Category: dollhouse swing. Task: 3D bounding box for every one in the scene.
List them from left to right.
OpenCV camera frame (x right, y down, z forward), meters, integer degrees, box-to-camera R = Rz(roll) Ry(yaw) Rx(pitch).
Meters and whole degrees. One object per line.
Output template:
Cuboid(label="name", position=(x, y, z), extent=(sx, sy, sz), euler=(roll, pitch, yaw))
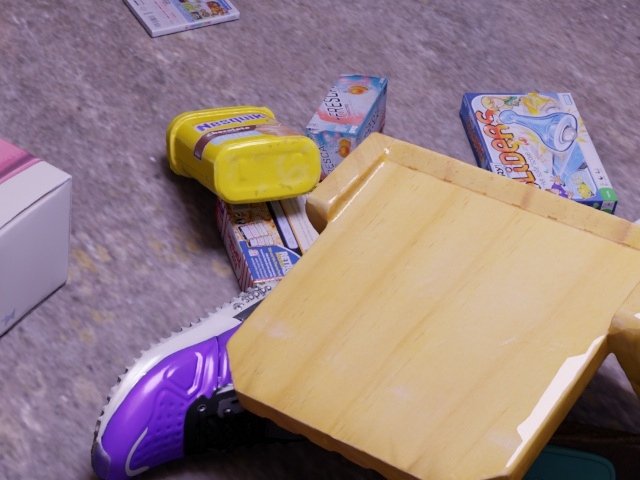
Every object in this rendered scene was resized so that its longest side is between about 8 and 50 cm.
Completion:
Cuboid(label="dollhouse swing", position=(0.139, 0.112, 1.505), extent=(0.347, 0.315, 0.305), euler=(22, 73, 31))

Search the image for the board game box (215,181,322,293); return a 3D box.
Cuboid(label="board game box", position=(0.000, 0.000, 1.762), extent=(0.194, 0.045, 0.146), euler=(-6, 43, -17))

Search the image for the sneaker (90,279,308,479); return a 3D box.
Cuboid(label="sneaker", position=(-0.077, 0.146, 1.541), extent=(0.146, 0.102, 0.293), euler=(34, 47, 24))

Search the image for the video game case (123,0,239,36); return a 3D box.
Cuboid(label="video game case", position=(-0.175, -0.294, 2.087), extent=(0.122, 0.011, 0.087), euler=(-16, 47, -26))

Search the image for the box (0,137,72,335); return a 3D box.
Cuboid(label="box", position=(-0.376, -0.030, 1.650), extent=(0.232, 0.148, 0.127), euler=(28, 44, 19))

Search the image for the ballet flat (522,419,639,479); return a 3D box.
Cuboid(label="ballet flat", position=(0.278, 0.217, 1.533), extent=(0.342, 0.116, 0.124), euler=(10, 19, 0))

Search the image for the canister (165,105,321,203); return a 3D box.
Cuboid(label="canister", position=(-0.083, -0.092, 1.778), extent=(0.126, 0.073, 0.170), euler=(-8, 17, -20))

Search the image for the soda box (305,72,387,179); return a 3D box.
Cuboid(label="soda box", position=(0.030, -0.128, 1.865), extent=(0.058, 0.063, 0.183), euler=(8, 26, 10))

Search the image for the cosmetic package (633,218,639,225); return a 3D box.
Cuboid(label="cosmetic package", position=(0.467, 0.037, 1.725), extent=(0.224, 0.138, 0.225), euler=(33, 48, 31))

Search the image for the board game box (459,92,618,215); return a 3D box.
Cuboid(label="board game box", position=(0.250, -0.098, 1.925), extent=(0.136, 0.035, 0.201), euler=(-2, 42, -12))
